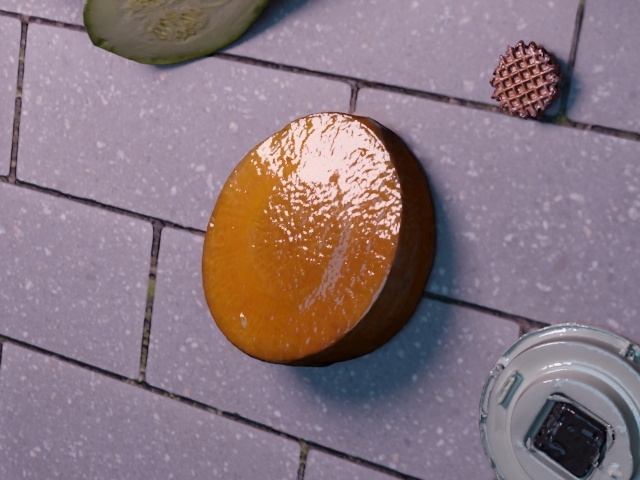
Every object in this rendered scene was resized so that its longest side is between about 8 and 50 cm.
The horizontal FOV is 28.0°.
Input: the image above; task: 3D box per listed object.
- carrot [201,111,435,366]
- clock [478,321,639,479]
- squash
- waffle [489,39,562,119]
[{"bbox_3d":[0.000,0.000,1.471,0.258,0.100,0.307,34,105,23],"label":"carrot"},{"bbox_3d":[0.270,0.206,1.365,0.236,0.053,0.236,4,99,29],"label":"clock"},{"bbox_3d":[-0.153,-0.283,1.451,0.189,0.189,0.260,39,111,19],"label":"squash"},{"bbox_3d":[0.215,-0.166,1.349,0.075,0.029,0.083,35,116,24],"label":"waffle"}]
